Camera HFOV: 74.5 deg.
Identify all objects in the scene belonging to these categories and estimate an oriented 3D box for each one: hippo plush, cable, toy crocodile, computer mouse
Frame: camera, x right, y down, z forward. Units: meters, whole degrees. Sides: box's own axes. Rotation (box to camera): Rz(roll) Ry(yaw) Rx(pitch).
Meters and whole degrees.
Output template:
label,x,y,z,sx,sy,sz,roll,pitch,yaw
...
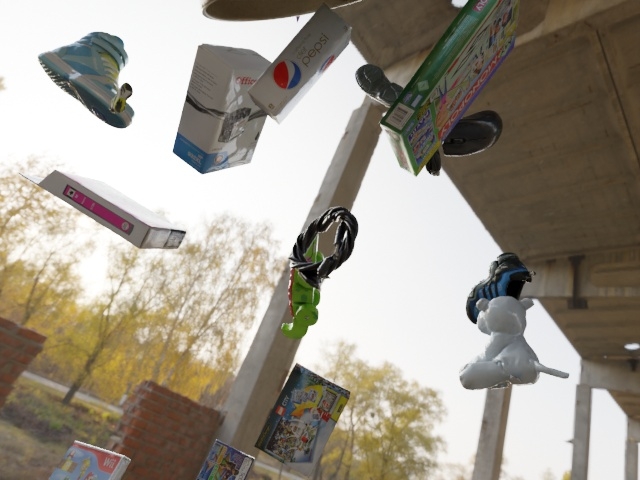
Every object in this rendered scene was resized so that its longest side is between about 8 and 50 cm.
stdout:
label,x,y,z,sx,sy,sz,roll,pitch,yaw
hippo plush,0.484,0.280,1.164,0.234,0.237,0.294,-9,-23,9
cable,0.000,0.000,0.782,0.047,0.151,0.184,29,6,-25
toy crocodile,-0.048,0.128,1.177,0.105,0.115,0.341,6,-60,1
computer mouse,0.453,-0.311,1.298,0.271,0.072,0.189,-19,-54,-7

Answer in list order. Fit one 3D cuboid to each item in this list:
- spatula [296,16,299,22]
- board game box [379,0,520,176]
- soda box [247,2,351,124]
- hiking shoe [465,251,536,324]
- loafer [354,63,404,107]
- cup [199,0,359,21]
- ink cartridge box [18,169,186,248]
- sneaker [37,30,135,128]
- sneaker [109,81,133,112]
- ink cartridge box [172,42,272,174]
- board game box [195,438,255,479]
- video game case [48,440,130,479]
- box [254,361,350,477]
label,x,y,z,sx,sy,sz,roll,pitch,yaw
spatula,-0.021,-0.588,1.001,0.030,0.297,0.084,8,-51,17
board game box,0.235,-0.283,0.743,0.046,0.317,0.213,38,4,23
soda box,-0.038,-0.330,0.798,0.074,0.216,0.069,41,1,-1
hiking shoe,0.597,0.190,1.434,0.113,0.132,0.304,4,-56,-19
loafer,0.203,-0.499,1.411,0.084,0.096,0.268,46,8,-51
cup,-0.056,-0.521,0.685,0.330,0.331,0.237,4,-67,33
ink cartridge box,-0.535,-0.090,1.054,0.370,0.069,0.175,27,3,9
sneaker,-0.556,-0.440,1.105,0.318,0.208,0.127,37,-25,11
sneaker,-0.459,-0.327,0.961,0.035,0.084,0.031,0,-27,27
ink cartridge box,-0.257,-0.360,1.171,0.129,0.223,0.308,37,-57,16
board game box,-0.303,0.727,1.263,0.136,0.201,0.035,29,-23,-4
video game case,-0.566,0.598,0.912,0.203,0.285,0.025,-4,-48,30
box,-0.045,0.452,1.067,0.159,0.233,0.044,27,4,7
